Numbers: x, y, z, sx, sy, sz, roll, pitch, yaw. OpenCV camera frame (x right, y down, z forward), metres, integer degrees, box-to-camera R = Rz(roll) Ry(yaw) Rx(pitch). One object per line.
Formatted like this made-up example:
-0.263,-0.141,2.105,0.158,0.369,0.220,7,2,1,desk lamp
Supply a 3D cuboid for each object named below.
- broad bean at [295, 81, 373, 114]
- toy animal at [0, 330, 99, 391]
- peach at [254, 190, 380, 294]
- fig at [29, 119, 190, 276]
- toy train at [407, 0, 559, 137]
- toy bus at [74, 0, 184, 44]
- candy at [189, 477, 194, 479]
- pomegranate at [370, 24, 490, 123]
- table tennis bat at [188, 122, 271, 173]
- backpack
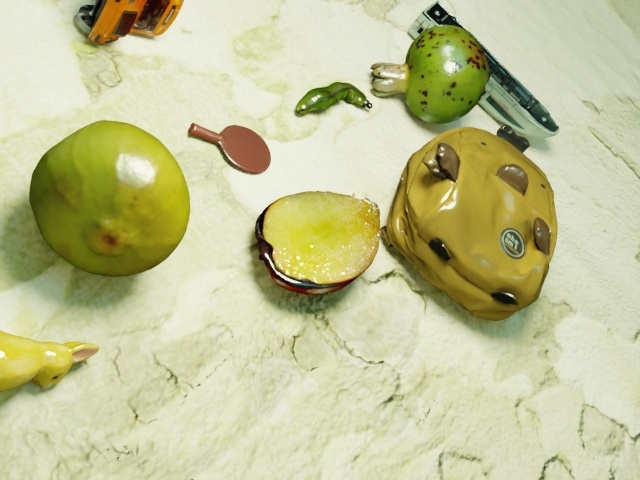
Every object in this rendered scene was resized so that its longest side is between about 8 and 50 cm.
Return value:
0.023,-0.277,1.567,0.195,0.046,0.061,-10,63,-42,broad bean
-0.339,0.146,0.981,0.083,0.070,0.159,25,13,40,toy animal
-0.003,0.003,1.330,0.279,0.068,0.189,-25,68,-42,peach
-0.284,-0.062,1.086,0.207,0.207,0.230,1,30,-36,fig
0.371,-0.366,1.852,0.407,0.088,0.086,45,46,0,toy train
-0.309,-0.467,1.395,0.153,0.143,0.329,21,47,-26,toy bus
-0.134,0.323,1.032,0.083,0.020,0.030,20,53,-25,candy
0.225,-0.338,1.675,0.248,0.202,0.202,1,54,-2,pomegranate
-0.150,-0.164,1.378,0.155,0.019,0.098,18,51,-28,table tennis bat
0.293,-0.055,1.492,0.353,0.201,0.378,34,48,-17,backpack
